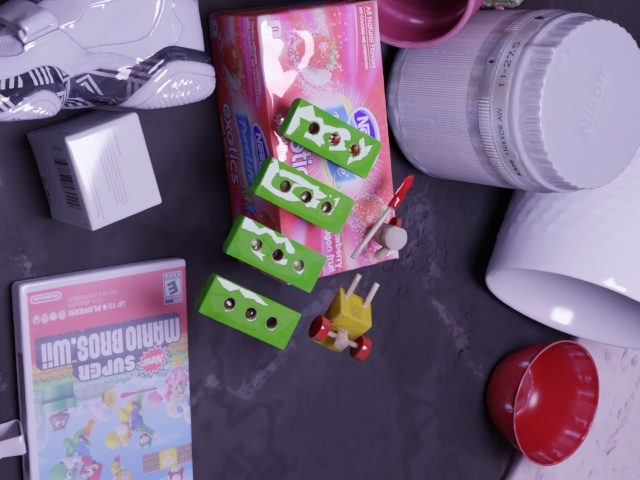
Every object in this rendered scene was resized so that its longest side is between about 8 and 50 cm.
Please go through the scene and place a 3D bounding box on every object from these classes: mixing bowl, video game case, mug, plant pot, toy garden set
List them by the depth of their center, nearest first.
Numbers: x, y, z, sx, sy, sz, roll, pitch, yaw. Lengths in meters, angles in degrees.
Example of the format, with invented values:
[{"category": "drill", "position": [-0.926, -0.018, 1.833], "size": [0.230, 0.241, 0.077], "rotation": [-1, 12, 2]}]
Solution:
[{"category": "toy garden set", "position": [0.000, 0.000, 1.304], "size": [0.204, 0.049, 0.244], "rotation": [26, 89, -25]}, {"category": "video game case", "position": [-0.236, 0.171, 1.346], "size": [0.204, 0.025, 0.285], "rotation": [-9, 104, -37]}, {"category": "plant pot", "position": [0.129, -0.360, 1.447], "size": [0.180, 0.201, 0.201], "rotation": [-52, 127, -39]}, {"category": "mug", "position": [0.436, -0.052, 1.621], "size": [0.276, 0.374, 0.328], "rotation": [31, 72, -33]}, {"category": "mixing bowl", "position": [0.305, 0.223, 1.739], "size": [0.181, 0.098, 0.181], "rotation": [-8, 103, -38]}]

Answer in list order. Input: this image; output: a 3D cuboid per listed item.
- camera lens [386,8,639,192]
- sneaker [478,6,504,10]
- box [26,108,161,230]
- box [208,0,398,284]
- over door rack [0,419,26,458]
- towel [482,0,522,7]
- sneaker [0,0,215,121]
[{"category": "camera lens", "position": [0.234, -0.174, 1.497], "size": [0.219, 0.274, 0.219], "rotation": [-8, 103, -38]}, {"category": "sneaker", "position": [0.215, -0.304, 1.614], "size": [0.057, 0.047, 0.119], "rotation": [-34, 116, -10]}, {"category": "box", "position": [-0.234, -0.076, 1.253], "size": [0.087, 0.102, 0.101], "rotation": [-25, 112, -31]}, {"category": "box", "position": [-0.017, -0.117, 1.378], "size": [0.154, 0.142, 0.300], "rotation": [-12, 106, -26]}, {"category": "over door rack", "position": [-0.430, 0.138, 1.133], "size": [0.324, 0.108, 0.239], "rotation": [-16, 109, -36]}, {"category": "towel", "position": [0.212, -0.336, 1.533], "size": [0.110, 0.148, 0.027], "rotation": [-50, 135, -26]}, {"category": "sneaker", "position": [-0.263, -0.230, 1.186], "size": [0.366, 0.137, 0.210], "rotation": [-11, 104, -42]}]
